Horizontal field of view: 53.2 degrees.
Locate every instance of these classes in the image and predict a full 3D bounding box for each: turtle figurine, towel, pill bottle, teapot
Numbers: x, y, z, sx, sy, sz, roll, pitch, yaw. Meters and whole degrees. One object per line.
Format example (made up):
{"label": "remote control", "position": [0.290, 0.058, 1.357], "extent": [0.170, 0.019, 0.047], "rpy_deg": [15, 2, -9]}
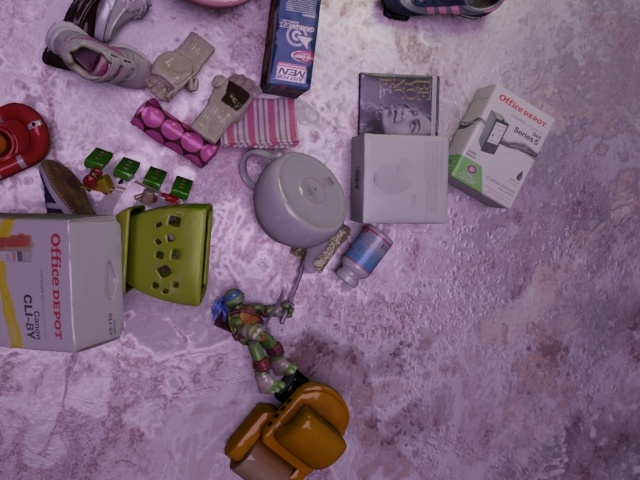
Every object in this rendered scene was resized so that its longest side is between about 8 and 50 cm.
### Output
{"label": "turtle figurine", "position": [-0.115, 0.228, 1.591], "extent": [0.274, 0.198, 0.266], "rpy_deg": [-21, 104, -6]}
{"label": "towel", "position": [0.000, 0.000, 1.679], "extent": [0.110, 0.027, 0.148], "rpy_deg": [37, 88, -12]}
{"label": "pill bottle", "position": [0.111, 0.043, 1.677], "extent": [0.087, 0.087, 0.160], "rpy_deg": [39, 87, -13]}
{"label": "towel", "position": [-0.154, -0.296, 1.583], "extent": [0.197, 0.029, 0.144], "rpy_deg": [-2, 64, -12]}
{"label": "teapot", "position": [-0.076, -0.084, 1.578], "extent": [0.252, 0.187, 0.256], "rpy_deg": [22, 53, -33]}

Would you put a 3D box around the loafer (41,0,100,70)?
{"label": "loafer", "position": [-0.560, -0.490, 1.490], "extent": [0.078, 0.080, 0.220], "rpy_deg": [32, 98, -18]}

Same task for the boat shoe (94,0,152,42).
{"label": "boat shoe", "position": [-0.437, -0.566, 1.495], "extent": [0.084, 0.095, 0.258], "rpy_deg": [29, 90, -9]}

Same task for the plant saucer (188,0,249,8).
{"label": "plant saucer", "position": [-0.267, -0.700, 1.493], "extent": [0.332, 0.084, 0.332], "rpy_deg": [1, 88, -27]}

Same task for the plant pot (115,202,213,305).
{"label": "plant pot", "position": [-0.369, 0.020, 1.506], "extent": [0.207, 0.228, 0.227], "rpy_deg": [4, 95, -5]}

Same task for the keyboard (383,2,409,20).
{"label": "keyboard", "position": [0.197, -0.673, 1.652], "extent": [0.100, 0.038, 0.192], "rpy_deg": [3, 94, -12]}

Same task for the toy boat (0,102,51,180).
{"label": "toy boat", "position": [-0.731, -0.219, 1.434], "extent": [0.231, 0.151, 0.151], "rpy_deg": [-27, 99, -8]}

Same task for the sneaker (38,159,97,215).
{"label": "sneaker", "position": [-0.610, -0.043, 1.506], "extent": [0.153, 0.099, 0.282], "rpy_deg": [-37, 82, 21]}

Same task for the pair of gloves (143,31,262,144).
{"label": "pair of gloves", "position": [-0.282, -0.372, 1.531], "extent": [0.240, 0.042, 0.204], "rpy_deg": [42, 66, -4]}

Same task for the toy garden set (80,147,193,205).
{"label": "toy garden set", "position": [-0.431, -0.128, 1.489], "extent": [0.244, 0.204, 0.049], "rpy_deg": [19, 110, -13]}

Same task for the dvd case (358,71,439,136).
{"label": "dvd case", "position": [0.209, -0.357, 1.694], "extent": [0.221, 0.018, 0.165], "rpy_deg": [0, 95, -12]}

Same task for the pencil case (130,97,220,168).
{"label": "pencil case", "position": [-0.347, -0.262, 1.548], "extent": [0.209, 0.098, 0.095], "rpy_deg": [34, 132, -14]}

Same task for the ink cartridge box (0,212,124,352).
{"label": "ink cartridge box", "position": [-0.640, 0.082, 1.392], "extent": [0.384, 0.160, 0.279], "rpy_deg": [1, 96, 19]}

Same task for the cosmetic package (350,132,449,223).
{"label": "cosmetic package", "position": [0.201, -0.158, 1.651], "extent": [0.224, 0.138, 0.224], "rpy_deg": [0, 95, -11]}

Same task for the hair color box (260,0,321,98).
{"label": "hair color box", "position": [-0.068, -0.532, 1.537], "extent": [0.105, 0.174, 0.347], "rpy_deg": [6, 94, -12]}

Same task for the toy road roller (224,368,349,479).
{"label": "toy road roller", "position": [-0.069, 0.505, 1.604], "extent": [0.202, 0.240, 0.329], "rpy_deg": [42, 86, -12]}

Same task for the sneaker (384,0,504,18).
{"label": "sneaker", "position": [0.321, -0.633, 1.623], "extent": [0.319, 0.131, 0.112], "rpy_deg": [-5, 98, -18]}

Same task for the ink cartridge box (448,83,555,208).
{"label": "ink cartridge box", "position": [0.465, -0.249, 1.710], "extent": [0.198, 0.115, 0.273], "rpy_deg": [27, 89, -13]}

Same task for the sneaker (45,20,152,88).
{"label": "sneaker", "position": [-0.491, -0.398, 1.455], "extent": [0.252, 0.111, 0.103], "rpy_deg": [12, 122, -40]}
